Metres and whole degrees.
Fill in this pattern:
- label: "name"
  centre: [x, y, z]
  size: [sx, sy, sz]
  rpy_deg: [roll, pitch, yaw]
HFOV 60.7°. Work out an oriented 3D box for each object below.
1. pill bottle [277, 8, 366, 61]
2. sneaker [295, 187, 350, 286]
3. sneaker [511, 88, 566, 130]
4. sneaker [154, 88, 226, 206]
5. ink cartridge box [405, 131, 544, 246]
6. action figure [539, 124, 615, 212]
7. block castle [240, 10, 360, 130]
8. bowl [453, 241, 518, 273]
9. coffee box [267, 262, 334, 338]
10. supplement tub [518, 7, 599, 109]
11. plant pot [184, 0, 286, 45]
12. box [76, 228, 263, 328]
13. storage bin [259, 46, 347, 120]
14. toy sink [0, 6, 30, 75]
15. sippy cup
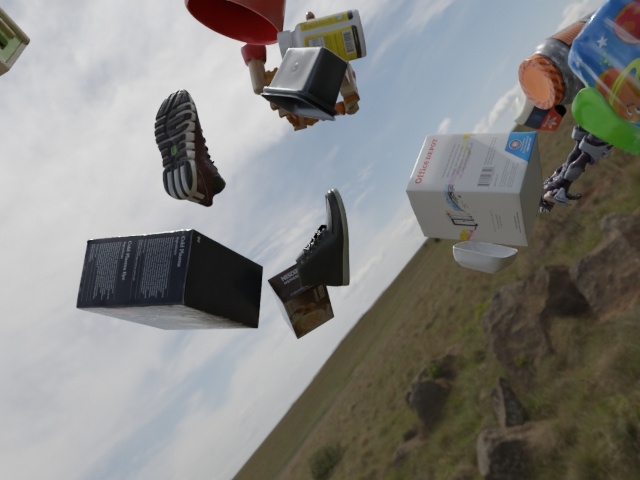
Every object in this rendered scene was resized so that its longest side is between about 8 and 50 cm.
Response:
- label: "pill bottle"
  centre: [0.004, -0.494, 1.367]
  size: [0.208, 0.119, 0.119]
  rpy_deg: [-12, -8, 6]
- label: "sneaker"
  centre: [0.000, 0.000, 1.194]
  size: [0.083, 0.118, 0.222]
  rpy_deg: [-109, 14, -77]
- label: "sneaker"
  centre: [0.717, -0.441, 1.781]
  size: [0.350, 0.148, 0.131]
  rpy_deg: [-59, -10, -50]
- label: "sneaker"
  centre: [-0.295, -0.200, 1.276]
  size: [0.106, 0.282, 0.162]
  rpy_deg: [-16, -23, 21]
- label: "ink cartridge box"
  centre: [0.328, -0.110, 1.155]
  size: [0.171, 0.232, 0.168]
  rpy_deg: [-64, -37, -29]
- label: "action figure"
  centre: [0.643, -0.174, 1.401]
  size: [0.185, 0.099, 0.285]
  rpy_deg: [-66, -5, -45]
- label: "block castle"
  centre: [-0.050, -0.578, 1.901]
  size: [0.302, 0.213, 0.453]
  rpy_deg: [-15, -12, 16]
- label: "bowl"
  centre: [0.423, 0.043, 1.405]
  size: [0.142, 0.142, 0.053]
  rpy_deg: [-13, -69, -51]
- label: "coffee box"
  centre: [-0.052, 0.175, 1.623]
  size: [0.141, 0.098, 0.247]
  rpy_deg: [-30, -33, -12]
- label: "supplement tub"
  centre: [0.724, -0.505, 1.512]
  size: [0.315, 0.194, 0.193]
  rpy_deg: [-30, -12, -4]
- label: "plant pot"
  centre: [-0.203, -0.702, 1.477]
  size: [0.275, 0.274, 0.243]
  rpy_deg: [31, -107, -80]
- label: "box"
  centre: [-0.364, 0.115, 1.388]
  size: [0.343, 0.312, 0.179]
  rpy_deg: [37, -128, -61]
- label: "storage bin"
  centre: [-0.016, -0.248, 0.863]
  size: [0.098, 0.135, 0.091]
  rpy_deg: [21, -87, -38]
- label: "toy sink"
  centre: [-0.875, -0.533, 1.429]
  size: [0.131, 0.153, 0.234]
  rpy_deg: [-23, 41, 15]
- label: "sippy cup"
  centre: [0.498, -0.259, 0.789]
  size: [0.305, 0.224, 0.240]
  rpy_deg: [-17, -30, -51]
